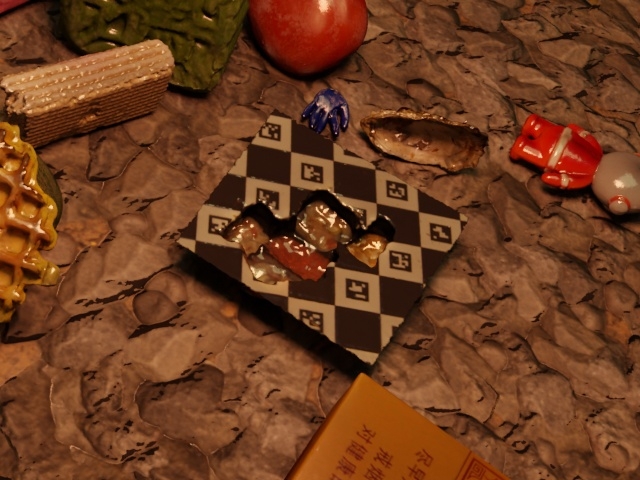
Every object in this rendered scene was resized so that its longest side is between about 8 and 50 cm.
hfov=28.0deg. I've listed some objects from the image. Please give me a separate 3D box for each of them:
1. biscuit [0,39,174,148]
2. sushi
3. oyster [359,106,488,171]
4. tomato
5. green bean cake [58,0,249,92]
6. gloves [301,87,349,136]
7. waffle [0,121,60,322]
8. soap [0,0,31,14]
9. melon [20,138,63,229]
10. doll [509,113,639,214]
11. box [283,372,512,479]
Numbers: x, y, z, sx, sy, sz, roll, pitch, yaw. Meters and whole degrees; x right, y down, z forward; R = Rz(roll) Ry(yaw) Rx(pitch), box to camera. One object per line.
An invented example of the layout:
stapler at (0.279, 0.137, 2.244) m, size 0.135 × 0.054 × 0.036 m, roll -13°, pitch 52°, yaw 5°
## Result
biscuit at (-0.296, -0.177, 1.600) m, size 0.239 × 0.108 × 0.062 m, roll -21°, pitch 70°, yaw -34°
sushi at (0.000, 0.000, 1.609) m, size 0.294 × 0.059 × 0.292 m, roll 31°, pitch 49°, yaw 4°
oyster at (0.141, -0.145, 1.755) m, size 0.177 × 0.105 × 0.056 m, roll 4°, pitch 63°, yaw 9°
tomato at (-0.007, -0.325, 1.804) m, size 0.187 × 0.151 × 0.187 m, roll 15°, pitch 49°, yaw -17°
green bean cake at (-0.219, -0.327, 1.675) m, size 0.248 × 0.222 × 0.125 m, roll 18°, pitch 42°, yaw 1°
gloves at (0.011, -0.174, 1.771) m, size 0.064 × 0.026 × 0.086 m, roll 31°, pitch 49°, yaw 1°
waffle at (-0.401, -0.006, 1.391) m, size 0.243 × 0.059 × 0.238 m, roll -28°, pitch 85°, yaw 2°
soap at (-0.454, -0.410, 1.707) m, size 0.220 × 0.127 × 0.325 m, roll 42°, pitch 50°, yaw 12°
melon at (-0.370, -0.065, 1.476) m, size 0.167 × 0.114 × 0.114 m, roll 43°, pitch 51°, yaw 14°
doll at (0.395, -0.102, 1.836) m, size 0.245 × 0.076 × 0.142 m, roll 26°, pitch 50°, yaw 5°
box at (0.135, 0.364, 1.327) m, size 0.415 × 0.116 × 0.264 m, roll 35°, pitch 48°, yaw 2°
